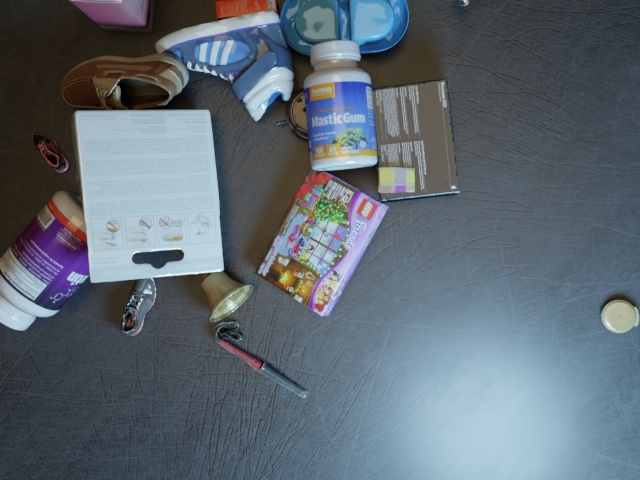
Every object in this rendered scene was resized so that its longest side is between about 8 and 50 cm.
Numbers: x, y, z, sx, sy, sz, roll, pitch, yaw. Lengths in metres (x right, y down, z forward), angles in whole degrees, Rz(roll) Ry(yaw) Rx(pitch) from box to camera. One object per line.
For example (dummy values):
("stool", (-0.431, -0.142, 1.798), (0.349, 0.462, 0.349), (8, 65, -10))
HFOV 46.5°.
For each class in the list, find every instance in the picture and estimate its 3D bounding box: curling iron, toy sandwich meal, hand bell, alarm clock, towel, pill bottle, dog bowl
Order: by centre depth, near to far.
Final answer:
("pill bottle", (0.042, -0.297, 1.659), (0.152, 0.152, 0.272), (-5, 91, 4))
("towel", (0.170, -0.137, 1.676), (0.083, 0.009, 0.060), (-1, 90, 5))
("toy sandwich meal", (0.693, 0.174, 1.726), (0.085, 0.029, 0.085), (0, 91, 9))
("pill bottle", (-0.635, 0.051, 1.745), (0.181, 0.181, 0.323), (41, 93, 3))
("dog bowl", (0.057, -0.514, 1.753), (0.297, 0.074, 0.166), (-3, 90, 3))
("alarm clock", (-0.005, -0.316, 1.764), (0.129, 0.064, 0.192), (40, 89, 4))
("hand bell", (-0.283, 0.061, 1.770), (0.126, 0.126, 0.242), (-42, 76, 3))
("curling iron", (-0.142, 0.287, 1.780), (0.274, 0.035, 0.068), (39, 92, 4))

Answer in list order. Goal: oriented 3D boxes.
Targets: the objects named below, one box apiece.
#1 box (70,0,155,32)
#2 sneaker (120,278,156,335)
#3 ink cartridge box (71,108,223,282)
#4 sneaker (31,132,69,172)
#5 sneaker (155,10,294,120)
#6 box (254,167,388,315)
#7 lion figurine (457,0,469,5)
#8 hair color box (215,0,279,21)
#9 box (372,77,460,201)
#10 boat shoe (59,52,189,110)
("box", (-0.472, -0.583, 1.711), (0.127, 0.232, 0.148), (4, 90, 4))
("sneaker", (-0.440, 0.157, 1.787), (0.061, 0.065, 0.158), (14, 91, 4))
("ink cartridge box", (-0.393, -0.106, 1.706), (0.308, 0.091, 0.385), (-5, 87, -24))
("sneaker", (-0.663, -0.218, 1.811), (0.047, 0.057, 0.119), (-42, 86, 5))
("sneaker", (-0.218, -0.388, 1.746), (0.323, 0.130, 0.236), (-9, 101, 16))
("box", (0.000, 0.000, 1.728), (0.201, 0.057, 0.293), (30, 96, 19))
("lion figurine", (0.326, -0.693, 1.706), (0.392, 0.142, 0.240), (36, 85, 8))
("hair color box", (-0.171, -0.544, 1.770), (0.141, 0.072, 0.043), (-5, 89, 5))
("box", (0.217, -0.227, 1.724), (0.184, 0.103, 0.261), (-6, 90, 8))
("boat shoe", (-0.471, -0.357, 1.734), (0.324, 0.123, 0.116), (-7, 44, 18))
